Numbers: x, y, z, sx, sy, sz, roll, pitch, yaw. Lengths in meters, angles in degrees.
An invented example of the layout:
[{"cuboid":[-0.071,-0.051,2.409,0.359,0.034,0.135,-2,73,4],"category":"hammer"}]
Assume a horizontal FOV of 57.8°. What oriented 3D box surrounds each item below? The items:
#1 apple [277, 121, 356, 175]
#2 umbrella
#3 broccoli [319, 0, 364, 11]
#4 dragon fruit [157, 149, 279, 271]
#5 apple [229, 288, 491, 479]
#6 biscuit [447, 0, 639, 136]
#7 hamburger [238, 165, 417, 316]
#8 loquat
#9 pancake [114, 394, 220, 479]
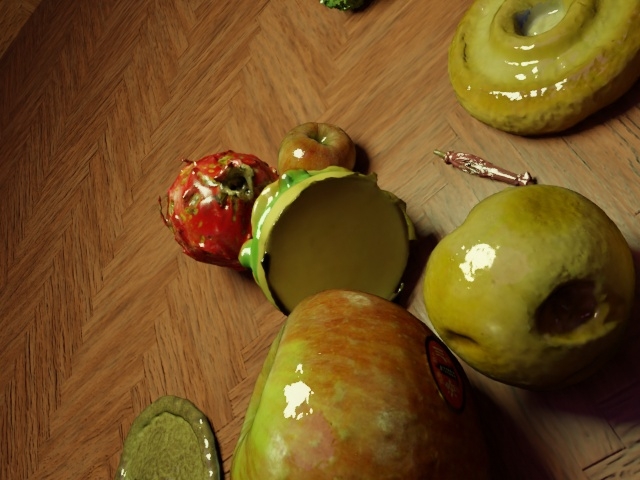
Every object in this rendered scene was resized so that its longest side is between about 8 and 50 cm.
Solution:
[{"cuboid":[-0.007,-0.128,0.932,0.102,0.126,0.126,100,152,-45],"category":"apple"},{"cuboid":[0.216,-0.100,0.787,0.027,0.025,0.165,-47,45,-14],"category":"umbrella"},{"cuboid":[0.092,-0.525,1.015,0.302,0.186,0.253,-173,104,-88],"category":"broccoli"},{"cuboid":[-0.148,-0.054,0.949,0.210,0.205,0.268,65,157,6],"category":"dragon fruit"},{"cuboid":[0.045,0.209,0.624,0.277,0.250,0.309,117,170,-53],"category":"apple"},{"cuboid":[0.281,-0.242,0.745,0.274,0.091,0.213,16,81,42],"category":"biscuit"},{"cuboid":[0.000,0.000,0.803,0.237,0.237,0.149,-61,27,2],"category":"hamburger"},{"cuboid":[0.210,0.043,0.603,0.213,0.213,0.212,-18,60,35],"category":"loquat"},{"cuboid":[-0.269,0.410,0.988,0.286,0.033,0.288,-20,60,34],"category":"pancake"}]
